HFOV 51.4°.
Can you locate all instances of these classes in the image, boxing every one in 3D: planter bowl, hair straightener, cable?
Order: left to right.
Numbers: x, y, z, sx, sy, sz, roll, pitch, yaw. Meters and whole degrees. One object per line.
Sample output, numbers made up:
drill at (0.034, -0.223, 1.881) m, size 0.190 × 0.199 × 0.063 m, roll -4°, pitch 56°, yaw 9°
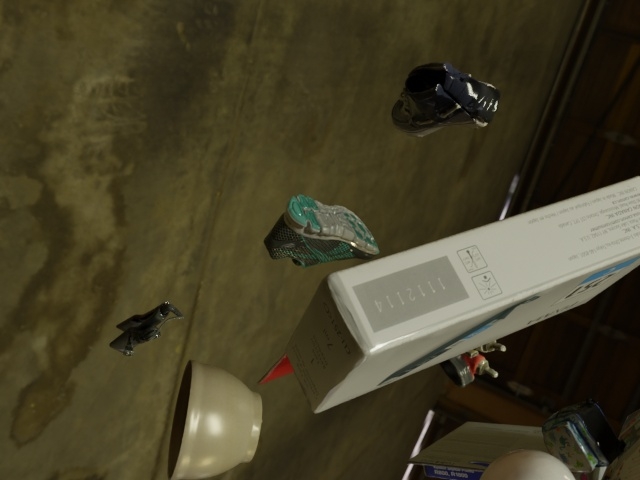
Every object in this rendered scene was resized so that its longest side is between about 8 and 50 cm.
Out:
hair straightener at (-0.314, 0.171, 1.191) m, size 0.047 × 0.230 × 0.089 m, roll 35°, pitch 51°, yaw -31°
planter bowl at (-0.144, 0.255, 0.929) m, size 0.162 × 0.109 × 0.162 m, roll -168°, pitch -90°, yaw -76°
cable at (0.209, 0.158, 1.200) m, size 0.072 × 0.287 × 0.139 m, roll -19°, pitch 119°, yaw -25°

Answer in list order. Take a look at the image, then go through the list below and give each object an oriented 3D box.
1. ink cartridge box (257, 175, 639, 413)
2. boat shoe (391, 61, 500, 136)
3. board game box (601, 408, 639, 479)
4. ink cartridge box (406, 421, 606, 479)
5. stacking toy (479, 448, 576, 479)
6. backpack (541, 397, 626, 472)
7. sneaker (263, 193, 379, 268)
ink cartridge box at (0.111, 0.067, 0.575) m, size 0.296 × 0.066 × 0.261 m, roll -16°, pitch 158°, yaw -24°
boat shoe at (0.223, -0.315, 1.449) m, size 0.158 × 0.340 × 0.127 m, roll 24°, pitch 82°, yaw -28°
board game box at (0.563, 0.335, 1.089) m, size 0.193 × 0.053 × 0.305 m, roll -52°, pitch 165°, yaw -27°
ink cartridge box at (0.386, 0.442, 1.330) m, size 0.330 × 0.324 × 0.071 m, roll -4°, pitch 89°, yaw -56°
stacking toy at (0.194, 0.443, 0.855) m, size 0.350 × 0.350 × 0.480 m, roll -40°, pitch 155°, yaw -48°
backpack at (0.421, 0.329, 1.099) m, size 0.084 × 0.105 × 0.114 m, roll -25°, pitch 166°, yaw -24°
sneaker at (0.000, 0.000, 0.747) m, size 0.076 × 0.065 × 0.166 m, roll -43°, pitch 145°, yaw 23°
